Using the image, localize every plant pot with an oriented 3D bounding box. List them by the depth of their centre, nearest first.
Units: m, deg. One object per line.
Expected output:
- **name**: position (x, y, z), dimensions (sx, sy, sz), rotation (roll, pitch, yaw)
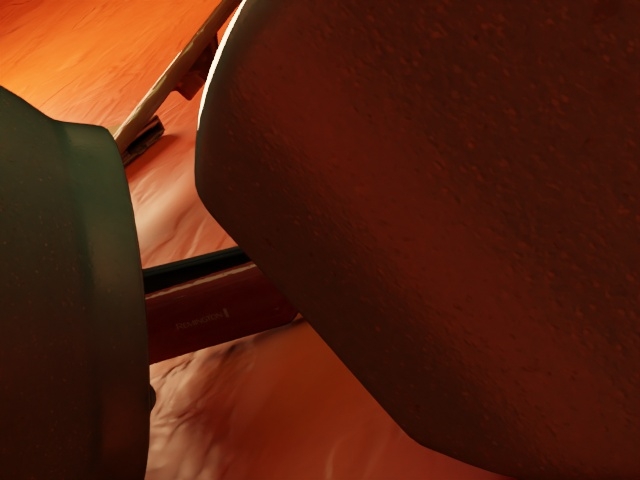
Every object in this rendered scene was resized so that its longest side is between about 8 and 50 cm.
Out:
- **plant pot**: position (0.101, -0.055, 0.568), dimensions (0.252, 0.247, 0.248), rotation (-35, 10, 42)
- **plant pot**: position (-0.183, 0.039, 0.685), dimensions (0.196, 0.293, 0.293), rotation (-5, 14, -16)

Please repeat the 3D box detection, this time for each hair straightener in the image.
- **hair straightener**: position (0.000, 0.000, 0.828), dimensions (0.230, 0.047, 0.089), rotation (-22, 20, 15)

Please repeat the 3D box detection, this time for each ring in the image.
- **ring**: position (-0.125, -0.058, 1.006), dimensions (0.336, 0.032, 0.336), rotation (-49, 9, 10)

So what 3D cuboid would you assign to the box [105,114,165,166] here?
- **box**: position (-0.249, -0.043, 1.314), dimensions (0.201, 0.021, 0.164), rotation (-9, 26, 40)
